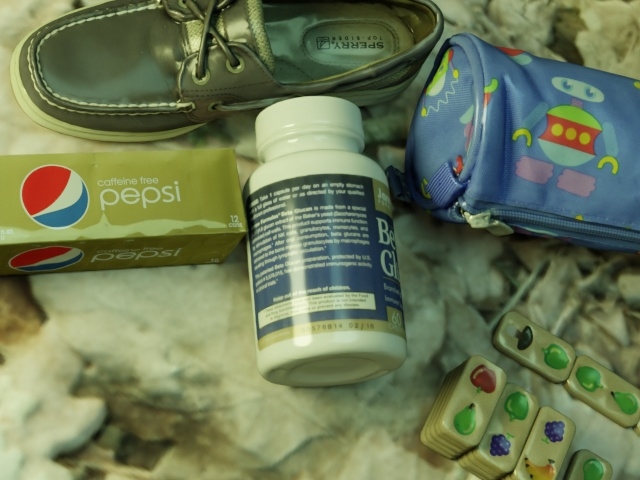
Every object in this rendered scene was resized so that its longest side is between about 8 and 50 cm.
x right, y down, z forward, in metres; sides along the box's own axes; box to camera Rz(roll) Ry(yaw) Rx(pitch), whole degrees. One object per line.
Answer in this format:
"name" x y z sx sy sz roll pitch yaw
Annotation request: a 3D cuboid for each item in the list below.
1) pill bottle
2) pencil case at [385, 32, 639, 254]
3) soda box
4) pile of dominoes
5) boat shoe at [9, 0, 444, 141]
"pill bottle" 0.000 0.000 0.977 0.094 0.094 0.169 1 70 -21
"pencil case" 0.206 -0.046 1.061 0.306 0.119 0.133 12 67 -17
"soda box" -0.140 -0.017 0.948 0.181 0.061 0.058 -4 71 -23
"pile of dominoes" 0.182 0.173 1.014 0.251 0.040 0.196 31 62 -7
"boat shoe" -0.054 -0.128 1.004 0.285 0.092 0.102 -5 76 -21
